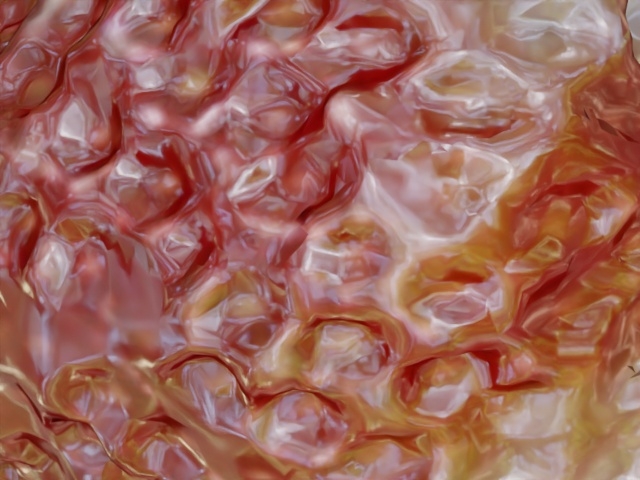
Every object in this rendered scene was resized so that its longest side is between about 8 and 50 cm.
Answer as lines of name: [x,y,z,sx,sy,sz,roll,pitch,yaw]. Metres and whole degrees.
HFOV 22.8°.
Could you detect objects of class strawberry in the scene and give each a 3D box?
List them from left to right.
strawberry: [0.012,0.001,0.490,0.310,0.291,0.291,-32,64,-12]
